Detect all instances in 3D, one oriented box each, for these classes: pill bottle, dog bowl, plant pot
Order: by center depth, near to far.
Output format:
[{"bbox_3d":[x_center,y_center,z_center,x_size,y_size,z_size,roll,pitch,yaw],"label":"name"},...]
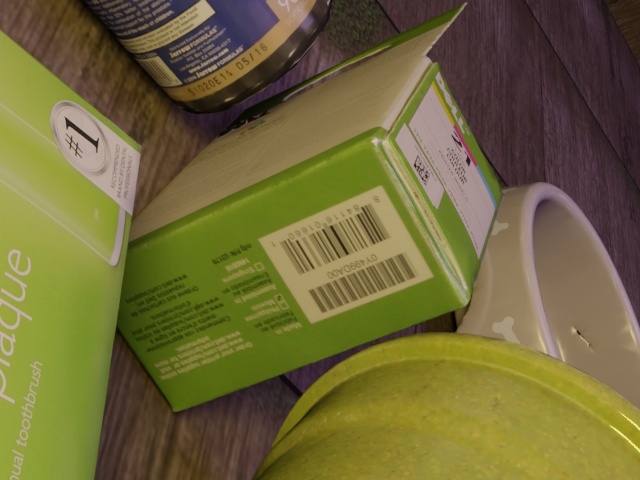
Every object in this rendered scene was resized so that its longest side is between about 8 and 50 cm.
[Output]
[{"bbox_3d":[0.009,0.205,0.448,0.254,0.276,0.276,-22,90,-51],"label":"plant pot"},{"bbox_3d":[-0.101,-0.188,0.643,0.219,0.123,0.122,49,33,-30],"label":"pill bottle"},{"bbox_3d":[0.216,0.104,1.036,0.349,0.102,0.348,40,38,-42],"label":"dog bowl"}]

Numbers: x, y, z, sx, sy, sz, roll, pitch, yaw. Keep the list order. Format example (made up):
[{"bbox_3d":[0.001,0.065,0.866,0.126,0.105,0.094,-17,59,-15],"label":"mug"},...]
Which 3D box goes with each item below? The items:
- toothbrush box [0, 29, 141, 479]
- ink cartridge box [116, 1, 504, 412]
[{"bbox_3d":[-0.200,-0.010,0.337,0.283,0.122,0.206,41,37,-40],"label":"toothbrush box"},{"bbox_3d":[0.007,-0.033,0.655,0.097,0.189,0.255,59,28,-15],"label":"ink cartridge box"}]
